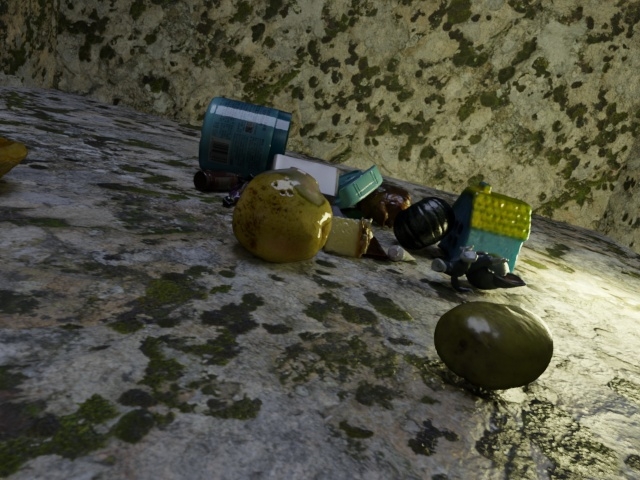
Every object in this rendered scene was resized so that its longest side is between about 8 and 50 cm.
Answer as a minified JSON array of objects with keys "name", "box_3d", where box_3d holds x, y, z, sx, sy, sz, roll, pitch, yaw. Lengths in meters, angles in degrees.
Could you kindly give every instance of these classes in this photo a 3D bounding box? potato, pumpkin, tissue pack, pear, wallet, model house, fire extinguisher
[{"name":"potato","box_3d":[0.331,0.200,0.973,0.228,0.148,0.197,-15,54,-49]},{"name":"pumpkin","box_3d":[0.365,-0.060,1.785,0.221,0.161,0.220,-25,1,0]},{"name":"tissue pack","box_3d":[-0.069,-0.190,1.845,0.246,0.159,0.135,12,55,-11]},{"name":"pear","box_3d":[-0.100,-0.058,1.348,0.271,0.271,0.271,14,16,-4]},{"name":"wallet","box_3d":[0.157,0.019,1.649,0.095,0.026,0.176,10,21,-13]},{"name":"model house","box_3d":[0.586,-0.047,1.792,0.237,0.303,0.215,12,23,-11]},{"name":"fire extinguisher","box_3d":[-0.358,-0.215,1.929,0.252,0.075,0.106,-7,54,-55]}]

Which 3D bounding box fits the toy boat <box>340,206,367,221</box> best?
[{"name":"toy boat","box_3d":[0.120,-0.089,1.937,0.104,0.052,0.210,-5,20,-10]}]

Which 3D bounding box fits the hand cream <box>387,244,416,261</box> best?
[{"name":"hand cream","box_3d":[0.254,0.045,1.631,0.084,0.053,0.142,23,3,23]}]

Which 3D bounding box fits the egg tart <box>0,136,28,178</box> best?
[{"name":"egg tart","box_3d":[-0.920,-0.204,1.278,0.319,0.128,0.319,12,15,-3]}]

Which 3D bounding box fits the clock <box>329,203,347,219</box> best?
[{"name":"clock","box_3d":[-0.016,-0.076,1.716,0.253,0.083,0.186,12,16,-10]}]

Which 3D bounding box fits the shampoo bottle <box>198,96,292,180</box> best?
[{"name":"shampoo bottle","box_3d":[-0.321,-0.424,2.177,0.343,0.331,0.331,12,16,-5]}]

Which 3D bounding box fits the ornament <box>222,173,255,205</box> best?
[{"name":"ornament","box_3d":[-0.291,-0.172,1.799,0.081,0.088,0.203,42,32,10]}]

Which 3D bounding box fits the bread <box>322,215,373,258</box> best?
[{"name":"bread","box_3d":[0.087,-0.005,1.562,0.147,0.127,0.152,10,-11,9]}]

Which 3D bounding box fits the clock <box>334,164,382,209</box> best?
[{"name":"clock","box_3d":[0.097,-0.207,2.044,0.224,0.094,0.274,-39,19,-33]}]

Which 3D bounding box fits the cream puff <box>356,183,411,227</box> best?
[{"name":"cream puff","box_3d":[0.274,-0.149,2.093,0.241,0.154,0.269,23,20,30]}]

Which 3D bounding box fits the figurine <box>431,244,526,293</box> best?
[{"name":"figurine","box_3d":[0.466,0.089,1.500,0.265,0.140,0.193,-10,4,-30]}]

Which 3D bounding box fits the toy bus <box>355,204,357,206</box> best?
[{"name":"toy bus","box_3d":[0.195,-0.198,2.334,0.074,0.081,0.226,19,13,-1]}]
